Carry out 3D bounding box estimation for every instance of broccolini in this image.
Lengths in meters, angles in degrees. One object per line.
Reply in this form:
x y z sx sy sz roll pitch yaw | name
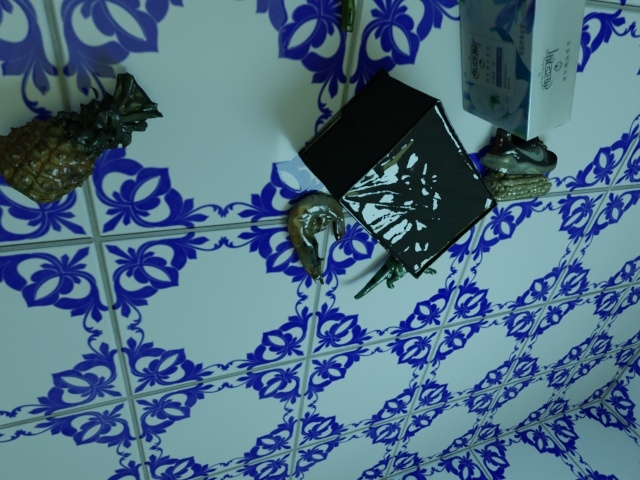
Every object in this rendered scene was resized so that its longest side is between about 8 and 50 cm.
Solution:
0.043 -0.465 0.709 0.058 0.067 0.216 -8 135 -17 | broccolini

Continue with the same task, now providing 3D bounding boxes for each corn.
0.530 -0.150 1.152 0.211 0.087 0.087 -6 126 -30 | corn

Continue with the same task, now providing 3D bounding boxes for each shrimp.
0.001 0.001 1.020 0.144 0.052 0.251 -21 129 -14 | shrimp

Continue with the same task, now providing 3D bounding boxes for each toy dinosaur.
0.223 0.083 1.172 0.292 0.079 0.120 -39 125 2 | toy dinosaur

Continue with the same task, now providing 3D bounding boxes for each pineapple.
-0.379 -0.169 0.677 0.248 0.128 0.128 -36 131 -5 | pineapple

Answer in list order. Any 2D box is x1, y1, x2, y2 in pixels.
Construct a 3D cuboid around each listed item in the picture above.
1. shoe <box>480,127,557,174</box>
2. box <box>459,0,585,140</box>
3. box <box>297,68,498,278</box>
0.518 -0.231 1.077 0.228 0.099 0.112 -8 119 -20 | shoe
0.385 -0.368 0.837 0.116 0.203 0.274 -26 131 -7 | box
0.171 -0.129 0.906 0.251 0.204 0.345 -44 130 8 | box
